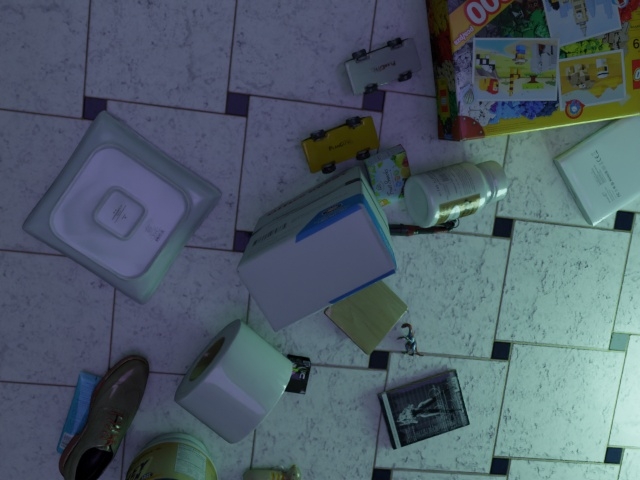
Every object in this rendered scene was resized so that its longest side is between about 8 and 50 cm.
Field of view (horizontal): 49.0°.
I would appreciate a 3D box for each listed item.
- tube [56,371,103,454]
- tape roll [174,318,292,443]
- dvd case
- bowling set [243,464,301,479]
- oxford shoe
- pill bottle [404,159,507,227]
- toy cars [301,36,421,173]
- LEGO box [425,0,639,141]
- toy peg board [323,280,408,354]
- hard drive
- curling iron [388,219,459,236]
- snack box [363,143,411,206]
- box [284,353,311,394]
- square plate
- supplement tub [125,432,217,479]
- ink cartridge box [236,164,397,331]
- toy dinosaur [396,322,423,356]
[{"bbox_3d":[-0.594,0.432,1.746,0.080,0.052,0.207,21,93,-25],"label":"tube"},{"bbox_3d":[-0.207,0.333,1.675,0.169,0.246,0.246,42,93,-12],"label":"tape roll"},{"bbox_3d":[0.276,0.450,1.871,0.221,0.018,0.165,-17,103,-5],"label":"dvd case"},{"bbox_3d":[-0.116,0.743,1.790,0.154,0.200,0.287,-2,104,-8],"label":"bowling set"},{"bbox_3d":[-0.503,0.448,1.696,0.123,0.130,0.349,27,88,-32],"label":"oxford shoe"},{"bbox_3d":[0.330,-0.120,1.705,0.229,0.131,0.131,-16,102,-19],"label":"pill bottle"},{"bbox_3d":[0.088,-0.323,1.678,0.176,0.087,0.394,28,92,-23],"label":"toy cars"},{"bbox_3d":[0.520,-0.452,1.650,0.499,0.193,0.373,-9,101,-5],"label":"LEGO box"},{"bbox_3d":[0.105,0.174,1.781,0.161,0.079,0.161,45,77,-13],"label":"toy peg board"},{"bbox_3d":[0.777,-0.205,1.804,0.307,0.040,0.203,-33,102,-1],"label":"hard drive"},{"bbox_3d":[0.214,-0.040,1.767,0.273,0.035,0.068,-7,97,-6],"label":"curling iron"},{"bbox_3d":[0.167,-0.155,1.704,0.100,0.037,0.141,-23,136,-1],"label":"snack box"},{"bbox_3d":[-0.062,0.341,1.792,0.062,0.052,0.083,11,99,-7],"label":"box"},{"bbox_3d":[-0.471,-0.070,1.670,0.344,0.049,0.347,35,95,-11],"label":"square plate"},{"bbox_3d":[-0.359,0.614,1.668,0.228,0.316,0.229,-1,100,-7],"label":"supplement tub"},{"bbox_3d":[0.000,0.000,1.544,0.285,0.395,0.166,-27,104,10],"label":"ink cartridge box"},{"bbox_3d":[0.232,0.257,1.831,0.090,0.047,0.082,11,90,-42],"label":"toy dinosaur"}]
